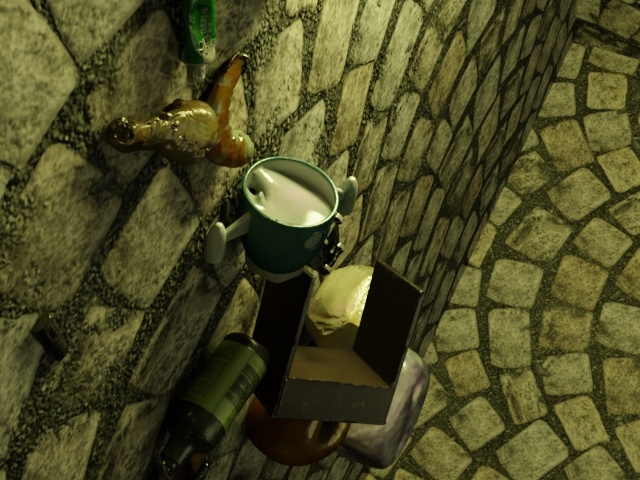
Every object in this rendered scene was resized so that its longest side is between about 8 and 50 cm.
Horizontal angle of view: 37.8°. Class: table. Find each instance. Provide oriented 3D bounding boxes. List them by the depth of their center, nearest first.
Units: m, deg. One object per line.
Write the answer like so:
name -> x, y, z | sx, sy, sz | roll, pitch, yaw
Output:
table -> 0.017, 0.179, 1.789 | 0.251, 0.196, 0.282 | 8, 105, -26

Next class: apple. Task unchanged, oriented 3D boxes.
apple -> -0.051, 0.369, 2.006 | 0.237, 0.207, 0.237 | -22, 119, -47

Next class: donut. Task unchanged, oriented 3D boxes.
donut -> -0.257, 0.418, 1.704 | 0.108, 0.043, 0.097 | -40, 148, -58

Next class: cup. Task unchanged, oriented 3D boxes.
cup -> -0.064, -0.025, 1.571 | 0.300, 0.167, 0.173 | -21, 146, -30

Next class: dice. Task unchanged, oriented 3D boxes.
dice -> 0.096, 0.373, 2.251 | 0.271, 0.270, 0.270 | -62, 160, -18

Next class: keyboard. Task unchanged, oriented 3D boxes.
keyboard -> -0.247, 0.480, 1.723 | 0.106, 0.016, 0.262 | -55, 175, -33

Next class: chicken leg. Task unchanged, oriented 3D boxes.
chicken leg -> -0.200, -0.138, 1.216 | 0.198, 0.069, 0.085 | -17, 125, -57

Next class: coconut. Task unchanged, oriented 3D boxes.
coconut -> 0.078, 0.177, 2.074 | 0.241, 0.241, 0.241 | -53, 156, -36

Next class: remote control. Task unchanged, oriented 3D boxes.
remote control -> -0.342, 0.126, 1.196 | 0.091, 0.016, 0.034 | 80, 32, -58

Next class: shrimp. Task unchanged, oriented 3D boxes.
shrimp -> -0.130, -0.192, 1.388 | 0.161, 0.049, 0.166 | 16, 89, -69

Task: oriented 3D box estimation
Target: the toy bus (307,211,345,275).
toy bus -> 0.000, 0.000, 1.886 | 0.073, 0.076, 0.167 | -56, 160, -26

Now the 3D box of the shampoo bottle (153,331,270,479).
shampoo bottle -> -0.197, 0.294, 1.638 | 0.284, 0.101, 0.101 | -55, 157, -33

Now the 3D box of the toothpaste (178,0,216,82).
toothpaste -> -0.157, -0.313, 1.172 | 0.078, 0.047, 0.248 | -48, 151, -48
